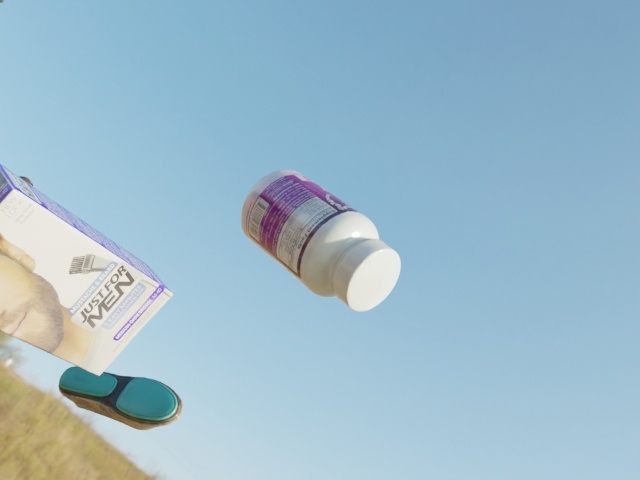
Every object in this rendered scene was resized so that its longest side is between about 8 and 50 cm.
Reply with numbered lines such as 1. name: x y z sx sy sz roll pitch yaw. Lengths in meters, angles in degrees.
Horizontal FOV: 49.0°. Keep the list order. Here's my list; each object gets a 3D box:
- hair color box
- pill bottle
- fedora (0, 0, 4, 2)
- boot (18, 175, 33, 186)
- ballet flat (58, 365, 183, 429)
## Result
1. hair color box: -0.404 0.055 1.049 0.110 0.185 0.339 39 -4 42
2. pill bottle: 0.000 0.000 1.285 0.301 0.169 0.169 37 -21 39
3. fedora: -0.739 -0.410 1.222 0.334 0.152 0.334 13 8 -2
4. boot: -0.869 -0.201 1.755 0.096 0.264 0.280 46 -39 41
5. ballet flat: -0.415 0.344 1.499 0.316 0.107 0.106 13 -43 26
